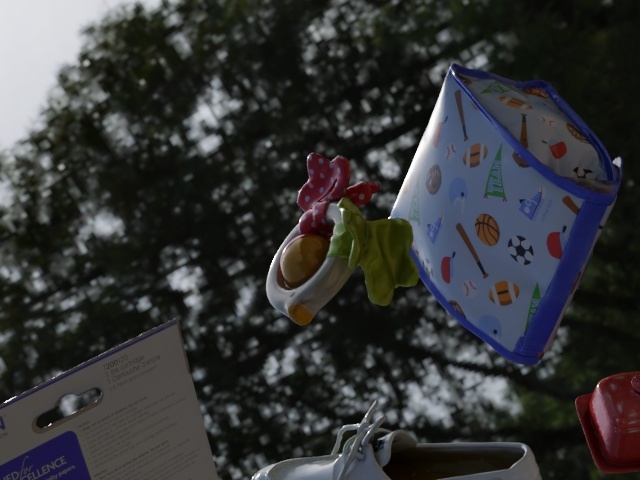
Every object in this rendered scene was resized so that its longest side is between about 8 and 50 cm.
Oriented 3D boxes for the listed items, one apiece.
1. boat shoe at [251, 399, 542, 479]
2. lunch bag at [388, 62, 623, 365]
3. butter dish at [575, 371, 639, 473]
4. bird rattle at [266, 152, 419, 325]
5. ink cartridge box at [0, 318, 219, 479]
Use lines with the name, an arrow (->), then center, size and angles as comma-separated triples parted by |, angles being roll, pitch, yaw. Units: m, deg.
boat shoe -> 0.076, 0.262, 1.503 | 0.136, 0.367, 0.157 | -50, -46, -53
lunch bag -> 0.306, -0.039, 2.029 | 0.238, 0.328, 0.385 | 5, -149, -23
butter dish -> 0.459, 0.241, 1.855 | 0.160, 0.159, 0.118 | -98, 1, -51
bird rattle -> 0.000, 0.000, 1.657 | 0.143, 0.207, 0.253 | 38, -175, -35
ink cartridge box -> -0.173, 0.185, 0.957 | 0.206, 0.045, 0.208 | -25, -65, -32
